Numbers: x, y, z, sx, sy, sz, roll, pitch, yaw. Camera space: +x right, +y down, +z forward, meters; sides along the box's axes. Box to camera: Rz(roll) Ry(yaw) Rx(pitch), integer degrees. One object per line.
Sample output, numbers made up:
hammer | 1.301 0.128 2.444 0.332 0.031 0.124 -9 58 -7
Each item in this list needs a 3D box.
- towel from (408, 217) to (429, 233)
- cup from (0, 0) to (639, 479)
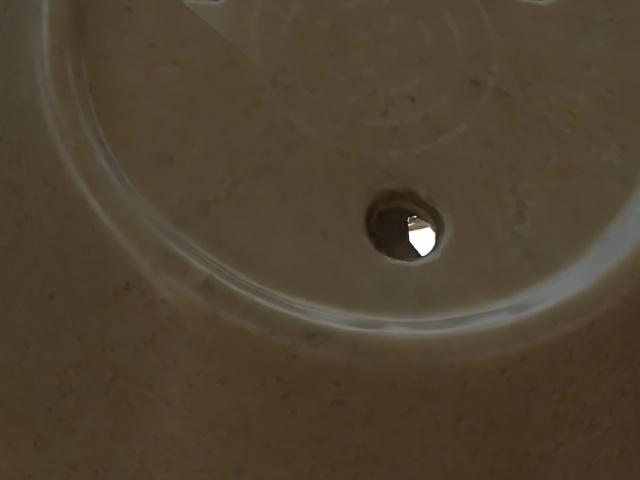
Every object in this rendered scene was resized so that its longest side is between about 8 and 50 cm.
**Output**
towel | 0.089 -0.027 1.280 0.325 0.248 0.038 -15 -89 -67
cup | 0.000 0.000 0.504 0.331 0.331 0.237 -53 -9 -25
